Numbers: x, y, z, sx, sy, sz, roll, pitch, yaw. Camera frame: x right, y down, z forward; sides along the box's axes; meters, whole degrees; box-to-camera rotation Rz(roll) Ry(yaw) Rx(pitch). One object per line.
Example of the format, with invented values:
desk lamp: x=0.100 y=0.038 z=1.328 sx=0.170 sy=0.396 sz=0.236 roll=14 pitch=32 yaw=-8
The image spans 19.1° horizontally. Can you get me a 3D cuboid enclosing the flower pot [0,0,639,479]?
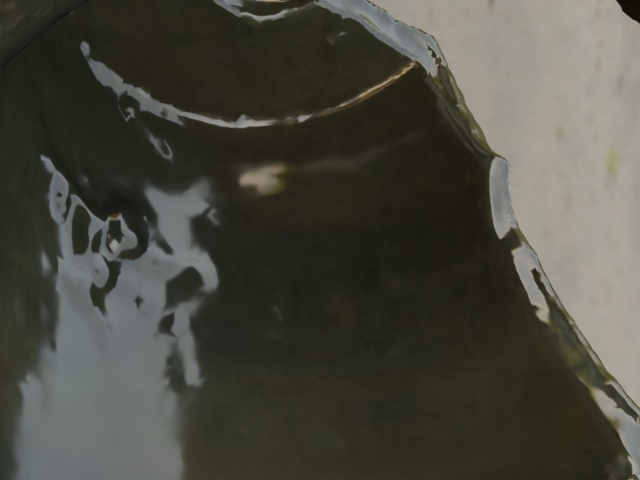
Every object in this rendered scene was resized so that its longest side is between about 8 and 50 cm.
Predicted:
flower pot: x=-0.017 y=-0.057 z=0.763 sx=0.379 sy=0.379 sz=0.251 roll=67 pitch=8 yaw=-45
